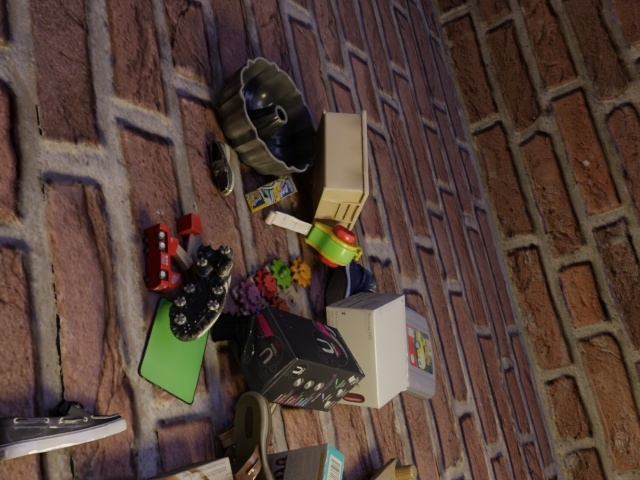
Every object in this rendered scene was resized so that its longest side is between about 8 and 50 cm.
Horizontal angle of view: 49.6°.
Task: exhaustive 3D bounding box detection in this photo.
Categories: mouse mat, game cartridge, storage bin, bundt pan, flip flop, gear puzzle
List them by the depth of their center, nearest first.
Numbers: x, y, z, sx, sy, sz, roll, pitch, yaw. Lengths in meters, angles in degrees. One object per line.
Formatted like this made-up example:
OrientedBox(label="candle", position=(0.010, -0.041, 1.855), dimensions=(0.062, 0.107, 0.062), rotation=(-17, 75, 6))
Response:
OrientedBox(label="flip flop", position=(-0.148, 0.433, 1.360), dimensions=(0.080, 0.112, 0.277), rotation=(29, 53, -50))
OrientedBox(label="mouse mat", position=(-0.297, 0.226, 1.424), dimensions=(0.152, 0.007, 0.190), rotation=(43, 40, -37))
OrientedBox(label="gear puzzle", position=(-0.093, 0.133, 1.765), dimensions=(0.176, 0.044, 0.339), rotation=(65, 31, -7))
OrientedBox(label="bundt pan", position=(-0.152, -0.319, 1.870), dimensions=(0.331, 0.124, 0.331), rotation=(35, 45, -45))
OrientedBox(label="storage bin", position=(0.048, -0.192, 1.967), dimensions=(0.260, 0.123, 0.262), rotation=(111, -20, -65))
OrientedBox(label="game cartridge", position=(0.304, 0.360, 2.257), dimensions=(0.196, 0.060, 0.294), rotation=(34, 45, -50))

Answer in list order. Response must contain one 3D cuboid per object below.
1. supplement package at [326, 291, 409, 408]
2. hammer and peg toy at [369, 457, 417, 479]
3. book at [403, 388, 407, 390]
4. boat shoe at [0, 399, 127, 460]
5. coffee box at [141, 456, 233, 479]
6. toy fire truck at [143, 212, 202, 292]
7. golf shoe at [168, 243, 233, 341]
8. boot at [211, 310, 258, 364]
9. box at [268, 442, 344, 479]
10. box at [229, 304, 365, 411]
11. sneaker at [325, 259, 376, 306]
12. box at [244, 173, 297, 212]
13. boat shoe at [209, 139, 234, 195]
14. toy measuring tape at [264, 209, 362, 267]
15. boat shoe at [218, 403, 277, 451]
OrientedBox(label="supplement package", position=(0.130, 0.288, 1.860), dimensions=(0.204, 0.145, 0.262), rotation=(-14, 102, -59))
OrientedBox(label="hammer and peg toy", position=(0.154, 0.734, 1.717), dimensions=(0.361, 0.127, 0.266), rotation=(-17, 89, -59))
OrientedBox(label="book", position=(0.191, 0.375, 2.021), dimensions=(0.035, 0.096, 0.144), rotation=(2, 70, -57))
OrientedBox(label="boat shoe", position=(-0.418, 0.298, 1.127), dimensions=(0.228, 0.080, 0.076), rotation=(1, 72, -50))
OrientedBox(label="coffee box", position=(-0.262, 0.486, 1.229), dimensions=(0.246, 0.098, 0.141), rotation=(5, 68, -57))
OrientedBox(label="toy fire truck", position=(-0.312, 0.025, 1.481), dimensions=(0.135, 0.047, 0.192), rotation=(23, 54, -53))
OrientedBox(label="golf shoe", position=(-0.237, 0.128, 1.461), dimensions=(0.273, 0.105, 0.120), rotation=(-74, 168, -51))
OrientedBox(label="boot", position=(-0.191, 0.211, 1.512), dimensions=(0.045, 0.099, 0.121), rotation=(51, 42, -56))
OrientedBox(label="box", position=(-0.072, 0.483, 1.390), dimensions=(0.060, 0.244, 0.101), rotation=(46, 38, -34))
OrientedBox(label="box", position=(-0.050, 0.278, 1.599), dimensions=(0.270, 0.143, 0.165), rotation=(25, 24, -49))
OrientedBox(label="sneaker", position=(0.094, 0.149, 2.014), dimensions=(0.163, 0.086, 0.226), rotation=(43, 38, -33))
OrientedBox(label="box", position=(-0.131, -0.127, 1.849), dimensions=(0.169, 0.059, 0.054), rotation=(-33, 99, -59))
OrientedBox(label="boat shoe", position=(-0.249, -0.180, 1.706), dimensions=(0.049, 0.056, 0.152), rotation=(21, 45, -46))
OrientedBox(label="toy measuring tape", position=(0.000, 0.000, 1.890), dimensions=(0.330, 0.121, 0.121), rotation=(21, 54, -39))
OrientedBox(label="boat shoe", position=(-0.157, 0.379, 1.502), dimensions=(0.072, 0.068, 0.190), rotation=(51, 33, -7))
